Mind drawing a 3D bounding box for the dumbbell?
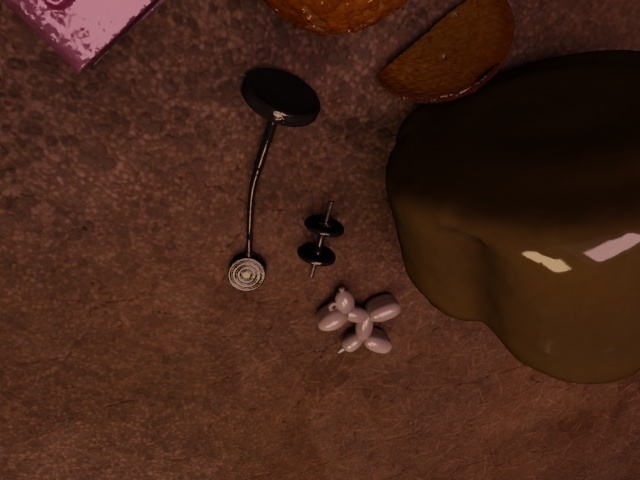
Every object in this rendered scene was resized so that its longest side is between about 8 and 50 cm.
[{"bbox_3d":[0.000,0.000,0.768,0.070,0.069,0.147,6,116,-16],"label":"dumbbell"}]

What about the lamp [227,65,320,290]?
[{"bbox_3d":[-0.099,-0.063,0.687,0.130,0.108,0.370,14,115,-16],"label":"lamp"}]

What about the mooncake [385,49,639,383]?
[{"bbox_3d":[0.325,-0.060,0.603,0.468,0.467,0.262,-20,128,-2],"label":"mooncake"}]

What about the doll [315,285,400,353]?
[{"bbox_3d":[0.070,0.155,0.878,0.160,0.059,0.160,-2,120,-14],"label":"doll"}]

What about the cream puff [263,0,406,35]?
[{"bbox_3d":[0.046,-0.356,0.452,0.212,0.303,0.302,26,110,-11],"label":"cream puff"}]

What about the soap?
[{"bbox_3d":[-0.304,-0.346,0.498,0.181,0.081,0.259,-37,120,8],"label":"soap"}]

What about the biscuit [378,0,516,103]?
[{"bbox_3d":[0.192,-0.263,0.646,0.206,0.126,0.025,-37,159,7],"label":"biscuit"}]
